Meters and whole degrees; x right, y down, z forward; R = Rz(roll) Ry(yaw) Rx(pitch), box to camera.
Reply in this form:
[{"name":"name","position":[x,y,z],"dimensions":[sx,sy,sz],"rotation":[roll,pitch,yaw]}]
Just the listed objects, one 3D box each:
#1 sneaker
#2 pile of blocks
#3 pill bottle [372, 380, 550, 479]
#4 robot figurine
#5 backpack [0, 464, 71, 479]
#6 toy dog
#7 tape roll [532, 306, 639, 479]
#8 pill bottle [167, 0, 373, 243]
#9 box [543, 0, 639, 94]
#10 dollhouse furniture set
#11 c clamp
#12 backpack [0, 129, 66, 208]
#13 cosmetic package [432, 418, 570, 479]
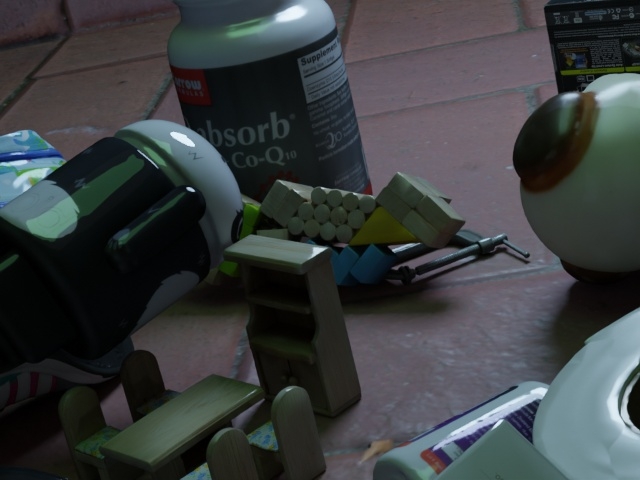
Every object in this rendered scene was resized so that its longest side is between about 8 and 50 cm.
[{"name":"sneaker","position":[-0.338,0.139,1.508],"dimensions":[0.178,0.123,0.295],"rotation":[-33,-20,27]},{"name":"pile of blocks","position":[0.000,0.000,1.673],"dimensions":[0.362,0.149,0.113],"rotation":[1,-3,27]},{"name":"pill bottle","position":[0.146,0.174,1.135],"dimensions":[0.193,0.108,0.108],"rotation":[-24,23,-24]},{"name":"robot figurine","position":[-0.202,0.005,1.410],"dimensions":[0.278,0.173,0.209],"rotation":[-38,50,-25]},{"name":"backpack","position":[-0.255,0.255,1.162],"dimensions":[0.182,0.115,0.152],"rotation":[-8,33,12]},{"name":"toy dog","position":[0.394,-0.054,1.417],"dimensions":[0.408,0.284,0.395],"rotation":[5,63,35]},{"name":"tape roll","position":[0.274,0.145,0.900],"dimensions":[0.246,0.169,0.246],"rotation":[-25,19,9]},{"name":"pill bottle","position":[-0.070,-0.183,1.810],"dimensions":[0.210,0.363,0.210],"rotation":[-12,21,5]},{"name":"box","position":[0.417,-0.199,1.769],"dimensions":[0.270,0.216,0.060],"rotation":[0,26,32]},{"name":"dollhouse furniture set","position":[-0.092,0.120,1.338],"dimensions":[0.212,0.161,0.242],"rotation":[9,30,44]},{"name":"c clamp","position":[0.134,0.016,1.660],"dimensions":[0.161,0.022,0.137],"rotation":[-18,21,-12]},{"name":"backpack","position":[-0.404,0.027,1.615],"dimensions":[0.356,0.290,0.273],"rotation":[-6,55,-11]},{"name":"cosmetic package","position":[0.008,0.278,0.770],"dimensions":[0.155,0.197,0.365],"rotation":[43,50,15]}]
